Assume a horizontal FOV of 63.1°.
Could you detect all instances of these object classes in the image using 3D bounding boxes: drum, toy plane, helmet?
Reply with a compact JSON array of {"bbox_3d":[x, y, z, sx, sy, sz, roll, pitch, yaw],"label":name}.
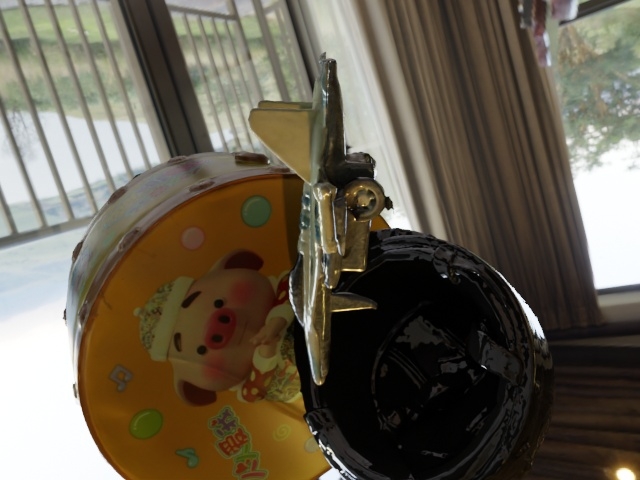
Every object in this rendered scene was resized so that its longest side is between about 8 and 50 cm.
[{"bbox_3d":[-0.100,0.103,0.674,0.431,0.431,0.214,-20,-159,-23],"label":"drum"},{"bbox_3d":[0.011,-0.001,0.392,0.088,0.262,0.192,-7,-157,5],"label":"toy plane"},{"bbox_3d":[0.106,0.123,0.517,0.230,0.160,0.279,-53,-141,9],"label":"helmet"}]
